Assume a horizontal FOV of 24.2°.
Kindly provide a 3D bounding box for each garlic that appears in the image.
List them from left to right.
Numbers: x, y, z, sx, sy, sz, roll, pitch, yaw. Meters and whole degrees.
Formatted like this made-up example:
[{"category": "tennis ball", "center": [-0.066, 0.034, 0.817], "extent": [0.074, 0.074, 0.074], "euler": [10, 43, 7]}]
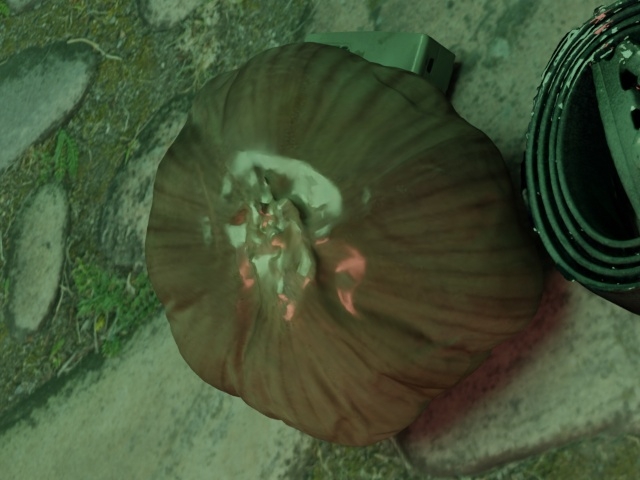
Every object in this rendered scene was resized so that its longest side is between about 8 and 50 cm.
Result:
[{"category": "garlic", "center": [0.000, 0.000, 1.144], "extent": [0.317, 0.259, 0.317], "euler": [0, 92, 12]}]

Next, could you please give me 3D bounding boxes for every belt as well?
[{"category": "belt", "center": [0.252, -0.050, 1.056], "extent": [0.206, 0.116, 0.267], "euler": [-22, 55, 38]}]

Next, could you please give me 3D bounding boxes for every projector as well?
[{"category": "projector", "center": [0.040, -0.122, 1.324], "extent": [0.147, 0.061, 0.115], "euler": [7, 75, 44]}]
